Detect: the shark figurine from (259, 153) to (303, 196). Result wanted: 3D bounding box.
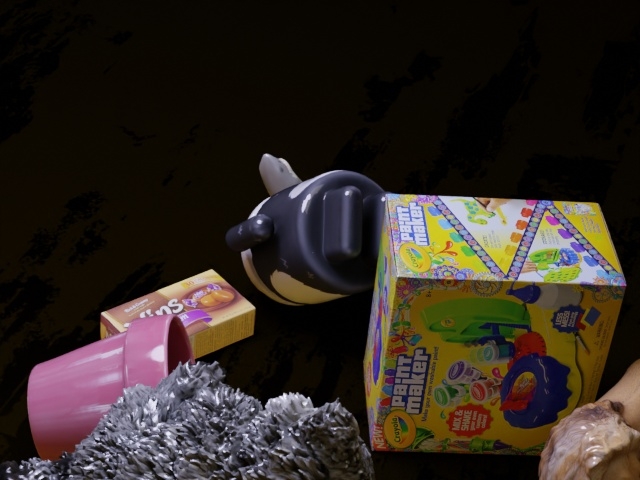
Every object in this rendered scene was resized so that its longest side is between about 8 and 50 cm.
[{"bbox_3d":[0.013,-0.011,2.103,0.278,0.166,0.116,28,64,1],"label":"shark figurine"}]

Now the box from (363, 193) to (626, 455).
[{"bbox_3d":[0.209,0.110,1.769,0.279,0.290,0.177,2,37,-4],"label":"box"}]

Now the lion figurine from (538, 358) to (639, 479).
[{"bbox_3d":[0.367,0.229,1.669,0.142,0.240,0.392,20,37,19],"label":"lion figurine"}]

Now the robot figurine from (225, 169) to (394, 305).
[{"bbox_3d":[0.002,0.002,1.923,0.173,0.209,0.278,-50,17,-27],"label":"robot figurine"}]

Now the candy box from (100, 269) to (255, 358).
[{"bbox_3d":[-0.196,0.114,1.909,0.186,0.053,0.109,-20,43,-33],"label":"candy box"}]

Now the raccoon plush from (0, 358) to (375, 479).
[{"bbox_3d":[-0.148,0.291,1.414,0.446,0.216,0.299,-30,18,-29],"label":"raccoon plush"}]

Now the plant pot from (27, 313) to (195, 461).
[{"bbox_3d":[-0.249,0.200,1.682,0.180,0.201,0.201,-10,36,4],"label":"plant pot"}]
